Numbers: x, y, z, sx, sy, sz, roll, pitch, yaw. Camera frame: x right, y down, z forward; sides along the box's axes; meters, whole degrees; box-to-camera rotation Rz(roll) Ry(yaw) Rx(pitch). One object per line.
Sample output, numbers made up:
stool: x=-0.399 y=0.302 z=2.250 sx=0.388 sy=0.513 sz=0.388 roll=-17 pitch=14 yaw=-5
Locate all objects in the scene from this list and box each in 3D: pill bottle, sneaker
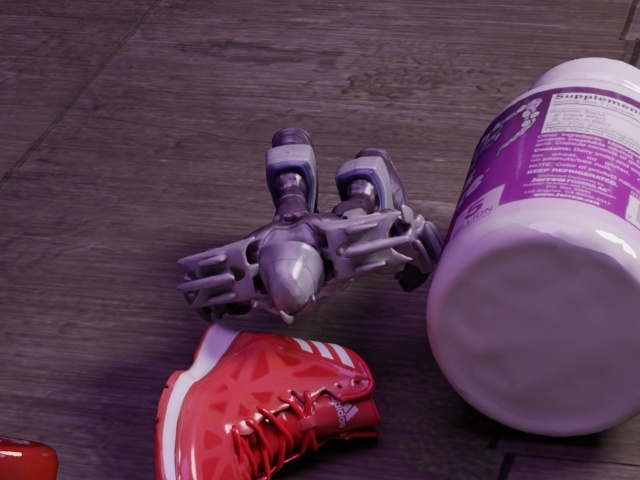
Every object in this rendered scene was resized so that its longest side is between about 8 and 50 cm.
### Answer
pill bottle: x=0.179 y=-0.011 z=1.316 sx=0.169 sy=0.169 sz=0.301 roll=3 pitch=30 yaw=13
sneaker: x=-0.029 y=0.117 z=1.206 sx=0.128 sy=0.087 sz=0.221 roll=0 pitch=29 yaw=9

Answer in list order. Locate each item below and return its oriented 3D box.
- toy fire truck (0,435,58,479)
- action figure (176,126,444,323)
toy fire truck: x=-0.232 y=0.187 z=1.045 sx=0.302 sy=0.169 sz=0.254 roll=4 pitch=-4 yaw=17
action figure: x=0.000 y=0.000 z=1.344 sx=0.185 sy=0.099 sz=0.285 roll=-2 pitch=19 yaw=10
